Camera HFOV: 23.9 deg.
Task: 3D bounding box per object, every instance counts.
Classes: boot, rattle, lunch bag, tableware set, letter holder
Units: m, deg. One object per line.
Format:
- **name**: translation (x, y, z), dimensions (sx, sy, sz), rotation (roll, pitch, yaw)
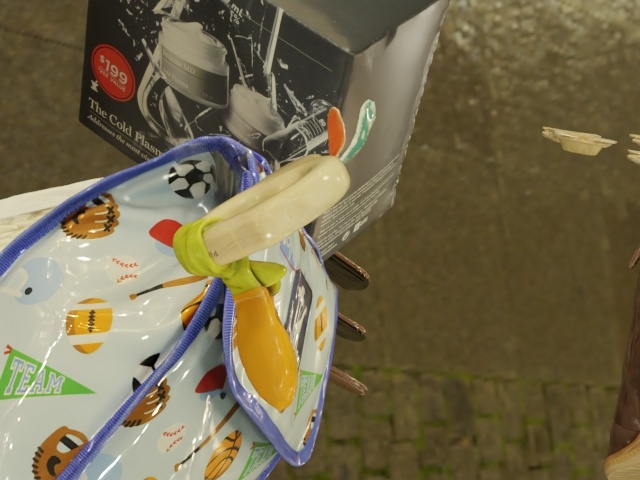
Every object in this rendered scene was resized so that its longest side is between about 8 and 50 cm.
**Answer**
- **boot**: translation (0.308, 0.102, 1.350), dimensions (0.248, 0.090, 0.207), rotation (90, 5, -65)
- **rattle**: translation (0.000, 0.000, 1.061), dimensions (0.143, 0.130, 0.200), rotation (49, 33, 1)
- **lunch bag**: translation (-0.147, 0.119, 1.309), dimensions (0.385, 0.239, 0.328), rotation (-48, 155, -9)
- **tableware set**: translation (0.278, -0.088, 1.405), dimensions (0.168, 0.141, 0.020), rotation (-52, 152, -79)
- **letter holder**: translation (0.008, 0.111, 2.190), dimensions (0.214, 0.302, 0.152), rotation (33, 84, -1)

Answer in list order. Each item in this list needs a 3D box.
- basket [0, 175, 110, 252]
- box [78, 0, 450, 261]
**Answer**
- **basket**: translation (-0.308, 0.130, 1.918), dimensions (0.328, 0.331, 0.266), rotation (78, -3, -49)
- **box**: translation (-0.072, -0.195, 1.612), dimensions (0.179, 0.343, 0.312), rotation (-37, 152, -40)
